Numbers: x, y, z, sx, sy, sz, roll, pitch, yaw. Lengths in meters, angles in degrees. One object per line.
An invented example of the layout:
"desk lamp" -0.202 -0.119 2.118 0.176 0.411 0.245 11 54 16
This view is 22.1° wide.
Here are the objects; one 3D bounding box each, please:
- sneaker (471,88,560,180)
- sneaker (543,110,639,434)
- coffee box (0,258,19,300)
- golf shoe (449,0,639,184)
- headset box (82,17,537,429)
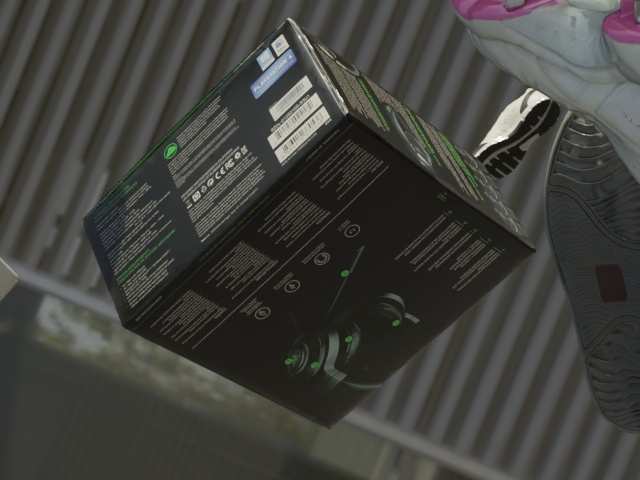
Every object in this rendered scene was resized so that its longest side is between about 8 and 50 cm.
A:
"sneaker" 0.180 -0.100 1.558 0.109 0.040 0.044 -42 33 8
"sneaker" 0.206 0.000 1.039 0.118 0.083 0.222 -29 -64 -53
"coffee box" -0.357 0.079 1.197 0.246 0.098 0.141 -49 27 -17
"golf shoe" 0.148 -0.069 0.729 0.140 0.115 0.306 67 172 -23
"headset box" 0.000 0.000 1.331 0.246 0.283 0.131 -43 45 17
